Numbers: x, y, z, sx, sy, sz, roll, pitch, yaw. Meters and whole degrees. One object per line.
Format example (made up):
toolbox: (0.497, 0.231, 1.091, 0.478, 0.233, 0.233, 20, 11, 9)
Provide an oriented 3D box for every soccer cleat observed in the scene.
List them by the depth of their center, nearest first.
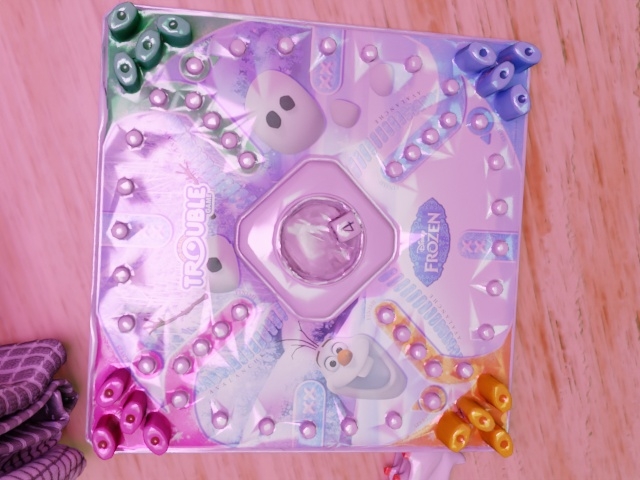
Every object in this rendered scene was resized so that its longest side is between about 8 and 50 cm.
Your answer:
soccer cleat: (0.081, 0.285, 0.715, 0.076, 0.068, 0.196, 22, 91, -15)

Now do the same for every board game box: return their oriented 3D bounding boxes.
board game box: (0.000, 0.000, 0.644, 0.390, 0.050, 0.389, 3, 92, -10)

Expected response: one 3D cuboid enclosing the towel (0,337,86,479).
towel: (-0.334, 0.142, 0.515, 0.284, 0.235, 0.121, -4, 86, 0)
